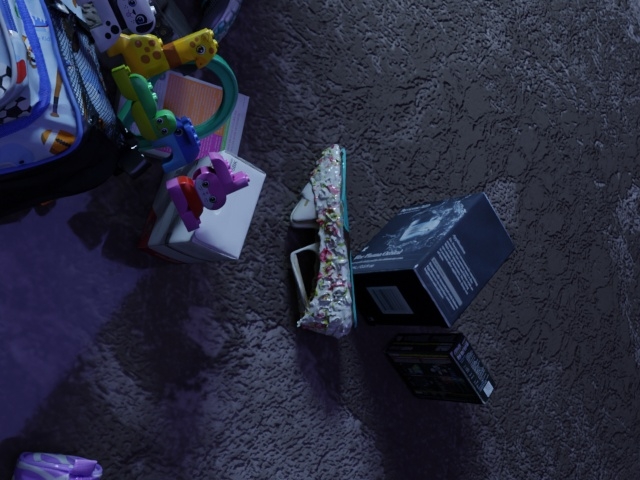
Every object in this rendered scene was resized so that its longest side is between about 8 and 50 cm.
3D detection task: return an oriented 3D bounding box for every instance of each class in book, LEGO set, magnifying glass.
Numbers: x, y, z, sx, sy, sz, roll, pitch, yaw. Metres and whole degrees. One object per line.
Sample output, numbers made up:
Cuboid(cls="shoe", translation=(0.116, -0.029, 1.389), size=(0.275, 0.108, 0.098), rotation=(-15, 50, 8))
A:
Cuboid(cls="book", translation=(-0.157, -0.135, 0.776), size=(0.144, 0.035, 0.096), rotation=(14, 81, -33))
Cuboid(cls="LEGO set", translation=(-0.125, -0.136, 0.617), size=(0.093, 0.087, 0.227), rotation=(-24, 118, -5))
Cuboid(cls="magnifying glass", translation=(-0.185, -0.106, 0.683), size=(0.231, 0.026, 0.092), rotation=(-31, 134, 3))

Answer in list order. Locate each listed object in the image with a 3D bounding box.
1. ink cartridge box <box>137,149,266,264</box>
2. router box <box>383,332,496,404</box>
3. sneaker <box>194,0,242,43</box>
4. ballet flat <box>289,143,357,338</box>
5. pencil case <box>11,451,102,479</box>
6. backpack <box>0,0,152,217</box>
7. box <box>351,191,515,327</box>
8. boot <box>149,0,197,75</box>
Cuboid(cls="ink cartridge box", translation=(-0.126, -0.030, 0.724), size=(0.056, 0.135, 0.099), rotation=(27, 71, -33))
Cuboid(cls="router box", translation=(0.155, 0.167, 0.913), size=(0.038, 0.122, 0.092), rotation=(-48, 113, -33))
Cuboid(cls="sneaker", translation=(-0.122, -0.300, 0.807), size=(0.076, 0.065, 0.167), rotation=(24, 69, -14))
Cuboid(cls="ballet flat", translation=(0.000, 0.000, 0.849), size=(0.077, 0.091, 0.241), rotation=(-3, 82, -5))
Cuboid(cls="pencil case", translation=(-0.259, 0.298, 0.633), size=(0.086, 0.088, 0.206), rotation=(16, 76, -35))
Cuboid(cls="backpack", translation=(-0.309, -0.152, 0.546), size=(0.276, 0.213, 0.264), rotation=(-17, 78, -7))
Cuboid(cls="box", translation=(0.133, 0.027, 0.890), size=(0.158, 0.156, 0.093), rotation=(-43, 109, -30))
Cuboid(cls="boot", translation=(-0.222, -0.295, 0.692), size=(0.091, 0.263, 0.229), rotation=(-33, 141, 6))
